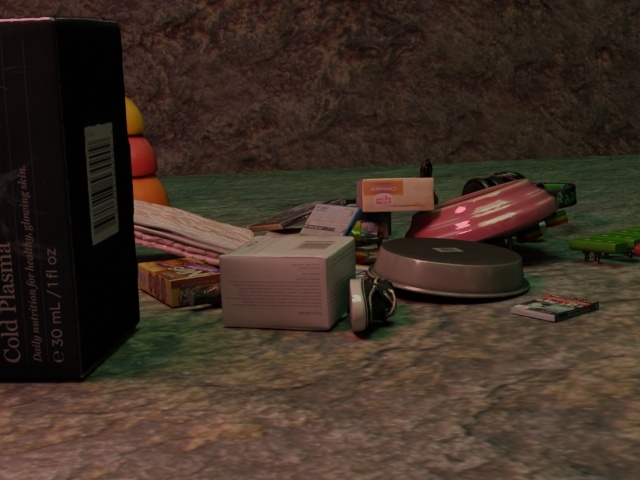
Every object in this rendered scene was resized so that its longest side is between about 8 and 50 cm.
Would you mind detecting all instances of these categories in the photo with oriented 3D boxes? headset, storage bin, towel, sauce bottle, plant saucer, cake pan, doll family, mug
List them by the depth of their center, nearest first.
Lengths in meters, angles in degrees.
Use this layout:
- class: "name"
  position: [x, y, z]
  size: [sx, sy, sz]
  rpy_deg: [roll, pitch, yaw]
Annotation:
- class: "sauce bottle"
  position: [-0.166, 0.091, 1.705]
  size: [0.128, 0.042, 0.042]
  rpy_deg: [-9, 12, -30]
- class: "cake pan"
  position: [0.231, 0.043, 1.786]
  size: [0.293, 0.054, 0.293]
  rpy_deg: [3, 10, -1]
- class: "plant saucer"
  position: [0.322, -0.053, 2.057]
  size: [0.332, 0.084, 0.332]
  rpy_deg: [-18, 3, 1]
- class: "doll family"
  position: [0.052, -0.018, 2.063]
  size: [0.163, 0.118, 0.263]
  rpy_deg: [-2, 10, -1]
- class: "towel"
  position: [-0.291, -0.020, 2.064]
  size: [0.332, 0.053, 0.317]
  rpy_deg: [16, 7, -9]
- class: "mug"
  position: [0.471, -0.021, 2.225]
  size: [0.062, 0.078, 0.064]
  rpy_deg: [31, -3, -38]
- class: "storage bin"
  position: [0.084, -0.045, 2.319]
  size: [0.122, 0.084, 0.180]
  rpy_deg: [3, 10, 24]
- class: "headset"
  position: [0.421, -0.124, 2.411]
  size: [0.394, 0.185, 0.243]
  rpy_deg: [-4, 7, 35]

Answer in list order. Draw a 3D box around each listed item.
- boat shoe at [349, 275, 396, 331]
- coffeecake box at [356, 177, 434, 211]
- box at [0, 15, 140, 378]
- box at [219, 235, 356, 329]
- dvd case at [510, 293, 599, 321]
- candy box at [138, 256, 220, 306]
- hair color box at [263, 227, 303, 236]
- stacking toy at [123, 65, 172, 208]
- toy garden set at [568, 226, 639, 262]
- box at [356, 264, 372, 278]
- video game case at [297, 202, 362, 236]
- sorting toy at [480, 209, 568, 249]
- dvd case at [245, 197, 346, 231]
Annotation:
- class: "boat shoe"
  position: [0.084, 0.091, 1.551]
  size: [0.070, 0.078, 0.219]
  rpy_deg: [-2, 8, 7]
- class: "coffeecake box"
  position: [0.149, -0.093, 2.030]
  size: [0.142, 0.068, 0.185]
  rpy_deg: [-1, 3, -2]
- class: "box"
  position: [-0.535, -0.069, 1.414]
  size: [0.471, 0.480, 0.297]
  rpy_deg: [-1, 11, 7]
- class: "box"
  position: [-0.048, 0.065, 1.604]
  size: [0.182, 0.119, 0.181]
  rpy_deg: [0, 10, 16]
- class: "dvd case"
  position: [0.376, 0.107, 1.589]
  size: [0.119, 0.013, 0.087]
  rpy_deg: [-9, 12, -40]
- class: "candy box"
  position: [-0.251, 0.073, 1.793]
  size: [0.109, 0.053, 0.186]
  rpy_deg: [-7, 10, -26]
- class: "hair color box"
  position: [-0.073, 0.011, 2.119]
  size: [0.093, 0.053, 0.167]
  rpy_deg: [-1, 8, 8]
- class: "stacking toy"
  position: [-0.547, -0.250, 2.468]
  size: [0.350, 0.480, 0.350]
  rpy_deg: [-2, 9, 0]
- class: "toy garden set"
  position: [0.651, 0.016, 1.975]
  size: [0.244, 0.049, 0.204]
  rpy_deg: [-9, 10, -39]
- class: "box"
  position: [0.049, 0.071, 1.823]
  size: [0.081, 0.028, 0.136]
  rpy_deg: [7, 15, 38]
- class: "video game case"
  position: [0.000, 0.000, 1.943]
  size: [0.119, 0.166, 0.015]
  rpy_deg: [8, -31, 44]
- class: "sorting toy"
  position: [0.385, -0.006, 2.082]
  size: [0.132, 0.046, 0.274]
  rpy_deg: [-19, 3, -33]
- class: "dvd case"
  position: [-0.059, -0.056, 2.217]
  size: [0.164, 0.018, 0.221]
  rpy_deg: [-23, 7, -23]
